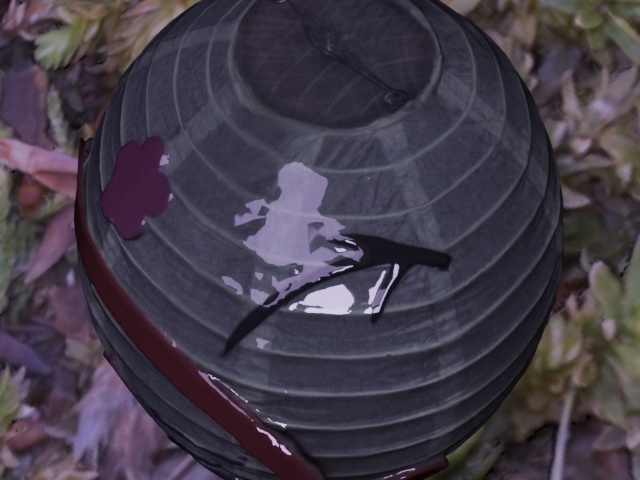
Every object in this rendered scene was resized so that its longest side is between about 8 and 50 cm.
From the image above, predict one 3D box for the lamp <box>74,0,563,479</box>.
[{"bbox_3d":[0.000,0.000,0.700,0.233,0.233,0.265,-36,48,5],"label":"lamp"}]
